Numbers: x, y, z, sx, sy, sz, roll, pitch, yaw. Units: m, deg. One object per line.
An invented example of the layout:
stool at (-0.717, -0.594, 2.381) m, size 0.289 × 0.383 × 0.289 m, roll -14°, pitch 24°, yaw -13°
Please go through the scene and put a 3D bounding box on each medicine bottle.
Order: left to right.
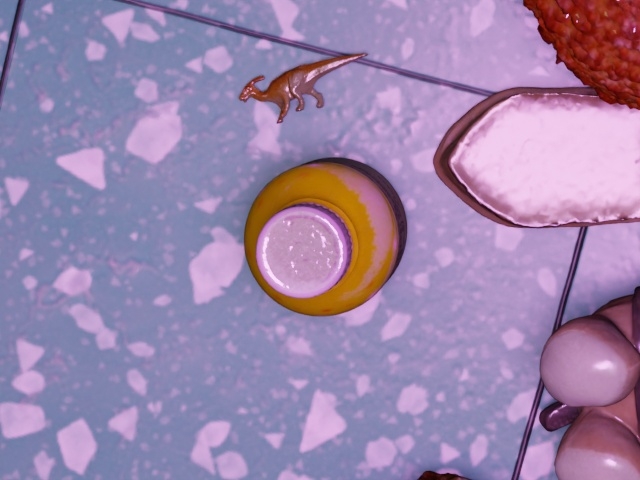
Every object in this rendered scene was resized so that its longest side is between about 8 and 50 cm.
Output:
medicine bottle at (0.000, 0.000, 1.453) m, size 0.121 × 0.212 × 0.122 m, roll 1°, pitch 96°, yaw 7°

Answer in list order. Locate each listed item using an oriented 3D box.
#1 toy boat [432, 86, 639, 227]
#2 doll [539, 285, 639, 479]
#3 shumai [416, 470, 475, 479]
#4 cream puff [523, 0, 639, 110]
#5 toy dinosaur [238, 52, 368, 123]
toy boat at (0.182, -0.065, 1.501) m, size 0.188 × 0.061 × 0.116 m, roll -2°, pitch 96°, yaw 8°
doll at (0.332, 0.103, 1.450) m, size 0.329 × 0.174 × 0.235 m, roll -6°, pitch 109°, yaw 5°
shumai at (0.134, 0.330, 1.439) m, size 0.323 × 0.324 × 0.397 m, roll 39°, pitch 97°, yaw 18°
cream puff at (0.271, -0.256, 1.375) m, size 0.350 × 0.228 × 0.351 m, roll 1°, pitch 94°, yaw 21°
toy dinosaur at (-0.012, -0.124, 1.537) m, size 0.113 × 0.026 × 0.041 m, roll -14°, pitch 81°, yaw 15°
